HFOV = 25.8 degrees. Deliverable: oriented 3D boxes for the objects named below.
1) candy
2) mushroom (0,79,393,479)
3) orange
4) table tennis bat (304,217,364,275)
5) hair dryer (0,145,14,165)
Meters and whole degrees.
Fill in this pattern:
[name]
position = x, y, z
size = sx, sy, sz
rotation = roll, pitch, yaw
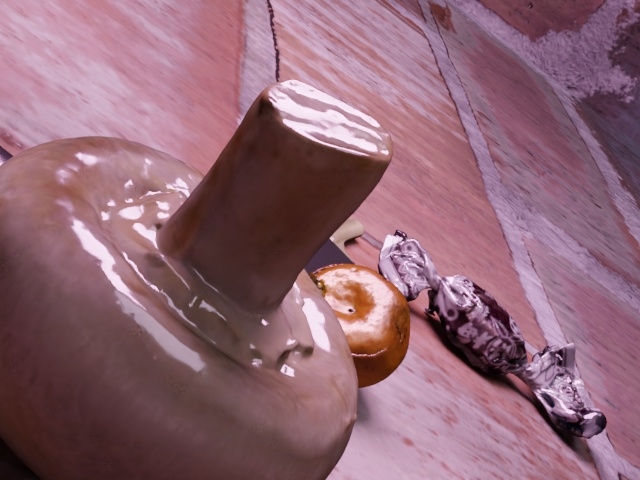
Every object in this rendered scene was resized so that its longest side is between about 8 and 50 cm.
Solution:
[candy]
position = 0.134, 0.075, 1.096
size = 0.226, 0.051, 0.094
rotation = 37, 23, -11
[mushroom]
position = -0.053, 0.017, 0.628
size = 0.207, 0.215, 0.207
rotation = 33, 26, -18
[orange]
position = 0.019, 0.058, 0.898
size = 0.086, 0.062, 0.086
rotation = 3, 52, -4
[table tennis bat]
position = 0.000, 0.000, 1.062
size = 0.087, 0.013, 0.156
rotation = 44, 21, 11
[hair dryer]
position = -0.232, -0.009, 0.604
size = 0.114, 0.070, 0.248
rotation = 40, 28, -7
